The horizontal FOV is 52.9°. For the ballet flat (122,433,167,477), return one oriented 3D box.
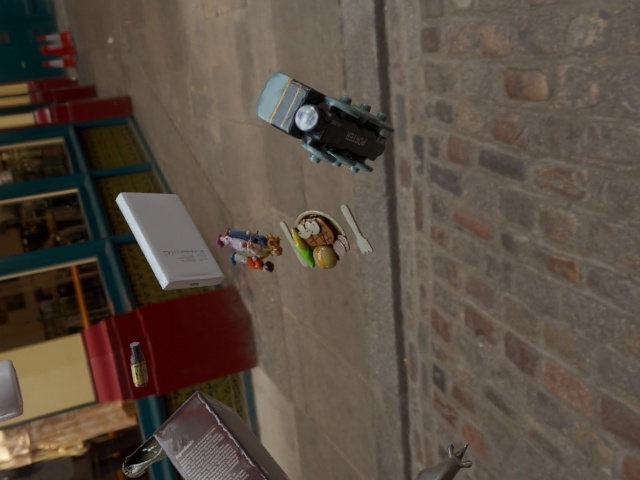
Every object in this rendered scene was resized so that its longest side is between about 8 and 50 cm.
[{"bbox_3d":[-0.483,0.593,1.825,0.250,0.058,0.084,-42,41,22],"label":"ballet flat"}]

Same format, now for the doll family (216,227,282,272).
[{"bbox_3d":[-0.197,0.010,1.938,0.263,0.163,0.118,69,-145,-70],"label":"doll family"}]

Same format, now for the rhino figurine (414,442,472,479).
[{"bbox_3d":[0.202,0.461,1.185,0.073,0.243,0.106,40,151,25],"label":"rhino figurine"}]

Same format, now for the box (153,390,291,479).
[{"bbox_3d":[-0.151,0.498,1.297,0.381,0.143,0.191,40,172,30],"label":"box"}]

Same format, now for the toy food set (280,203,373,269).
[{"bbox_3d":[0.000,0.000,1.307,0.192,0.038,0.132,-15,112,41],"label":"toy food set"}]

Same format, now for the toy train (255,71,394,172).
[{"bbox_3d":[0.017,-0.239,1.316,0.190,0.334,0.142,34,105,24],"label":"toy train"}]

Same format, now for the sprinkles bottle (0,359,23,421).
[{"bbox_3d":[-0.786,0.340,1.267,0.121,0.355,0.121,44,140,52],"label":"sprinkles bottle"}]

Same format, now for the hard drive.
[{"bbox_3d":[-0.474,-0.004,2.036,0.047,0.233,0.353,-46,65,29],"label":"hard drive"}]

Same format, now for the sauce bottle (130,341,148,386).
[{"bbox_3d":[-0.512,0.347,1.803,0.042,0.042,0.128,-147,48,-60],"label":"sauce bottle"}]
